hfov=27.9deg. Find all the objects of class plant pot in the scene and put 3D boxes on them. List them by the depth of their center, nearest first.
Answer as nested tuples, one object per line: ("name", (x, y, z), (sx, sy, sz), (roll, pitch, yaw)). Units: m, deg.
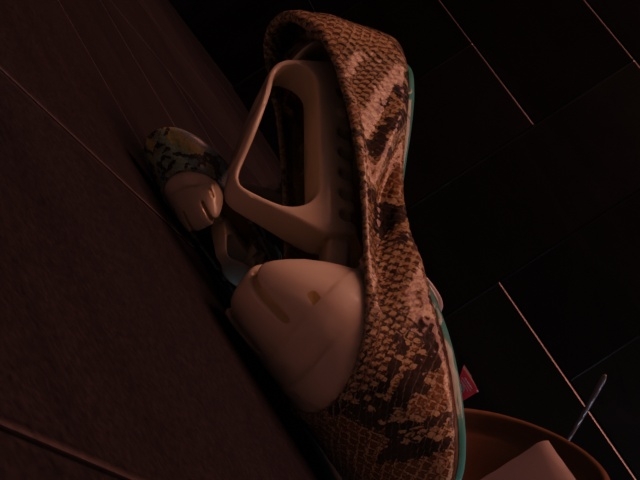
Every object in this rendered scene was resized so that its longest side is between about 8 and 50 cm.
("plant pot", (0.166, 0.267, 1.312), (0.237, 0.237, 0.110), (-116, -144, -70))

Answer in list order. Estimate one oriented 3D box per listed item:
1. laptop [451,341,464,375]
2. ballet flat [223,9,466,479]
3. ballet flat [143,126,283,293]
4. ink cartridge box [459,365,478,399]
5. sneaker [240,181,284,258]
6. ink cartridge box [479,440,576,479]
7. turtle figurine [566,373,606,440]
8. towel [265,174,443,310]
("laptop", (0.162, 0.260, 1.518), (0.136, 0.264, 0.234), (19, -11, 18))
("ballet flat", (0.000, 0.000, 1.085), (0.182, 0.164, 0.483), (19, 51, -31))
("ballet flat", (-0.089, -0.016, 1.120), (0.188, 0.070, 0.070), (51, 5, -29))
("ink cartridge box", (0.146, 0.209, 1.882), (0.099, 0.135, 0.056), (55, 6, -20))
("sneaker", (-0.047, 0.029, 1.234), (0.222, 0.118, 0.083), (26, -27, 25))
("ink cartridge box", (0.169, 0.325, 0.603), (0.279, 0.160, 0.385), (54, 4, -46))
("turtle figurine", (0.293, 0.355, 1.493), (0.198, 0.274, 0.266), (39, -27, 20))
("towel", (0.007, 0.014, 1.365), (0.209, 0.034, 0.285), (43, -16, -8))
